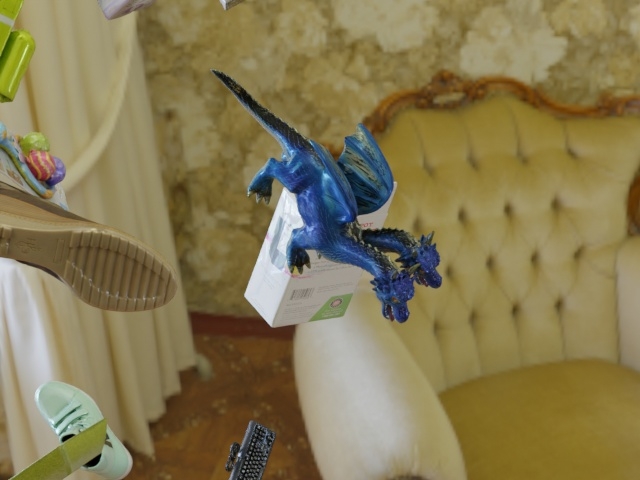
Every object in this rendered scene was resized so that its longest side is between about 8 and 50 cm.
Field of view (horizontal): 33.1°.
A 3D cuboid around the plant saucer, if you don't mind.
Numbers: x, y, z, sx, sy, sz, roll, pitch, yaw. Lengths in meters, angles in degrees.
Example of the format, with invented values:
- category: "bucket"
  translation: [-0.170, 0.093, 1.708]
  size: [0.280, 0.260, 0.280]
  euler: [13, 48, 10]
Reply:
- category: "plant saucer"
  translation: [-0.423, 0.359, 1.664]
  size: [0.188, 0.045, 0.188]
  euler: [-35, -3, 9]

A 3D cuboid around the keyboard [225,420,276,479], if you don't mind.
- category: "keyboard"
  translation: [-0.158, 0.482, 2.321]
  size: [0.023, 0.108, 0.180]
  euler: [-9, 55, 49]

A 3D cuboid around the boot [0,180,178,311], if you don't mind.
- category: "boot"
  translation: [-0.286, -0.010, 1.220]
  size: [0.248, 0.090, 0.207]
  euler: [19, 12, -18]

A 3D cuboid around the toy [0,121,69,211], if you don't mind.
- category: "toy"
  translation: [-0.441, -0.129, 1.651]
  size: [0.056, 0.237, 0.137]
  euler: [-30, 61, 9]

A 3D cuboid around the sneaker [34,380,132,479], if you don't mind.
- category: "sneaker"
  translation: [-0.472, 0.347, 2.055]
  size: [0.256, 0.151, 0.094]
  euler: [40, 83, 21]

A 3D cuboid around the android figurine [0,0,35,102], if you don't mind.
- category: "android figurine"
  translation: [-0.484, -0.276, 1.362]
  size: [0.248, 0.273, 0.056]
  euler: [23, -10, -27]

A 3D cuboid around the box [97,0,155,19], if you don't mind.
- category: "box"
  translation: [-0.146, -0.317, 1.104]
  size: [0.063, 0.067, 0.324]
  euler: [-30, 8, -35]

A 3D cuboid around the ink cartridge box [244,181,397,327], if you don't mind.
- category: "ink cartridge box"
  translation: [0.000, 0.000, 2.233]
  size: [0.207, 0.353, 0.119]
  euler: [-5, 39, -40]

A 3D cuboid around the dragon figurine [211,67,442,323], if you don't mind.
- category: "dragon figurine"
  translation: [0.012, -0.055, 1.019]
  size: [0.144, 0.289, 0.085]
  euler: [-22, 2, 44]

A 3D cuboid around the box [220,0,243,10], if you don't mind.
- category: "box"
  translation: [-0.083, -0.558, 1.928]
  size: [0.290, 0.169, 0.087]
  euler: [-28, 5, -4]
